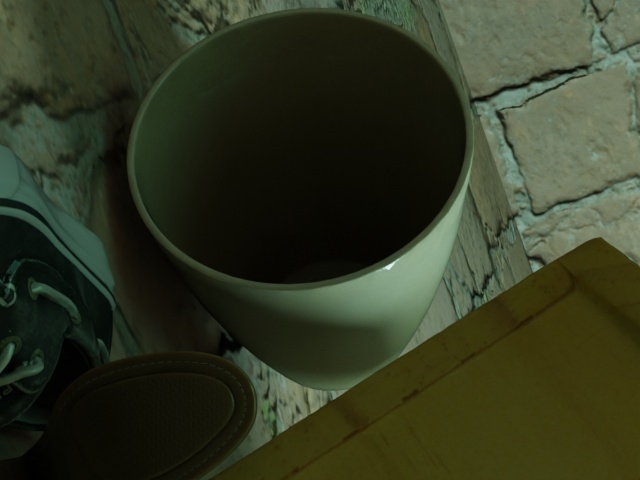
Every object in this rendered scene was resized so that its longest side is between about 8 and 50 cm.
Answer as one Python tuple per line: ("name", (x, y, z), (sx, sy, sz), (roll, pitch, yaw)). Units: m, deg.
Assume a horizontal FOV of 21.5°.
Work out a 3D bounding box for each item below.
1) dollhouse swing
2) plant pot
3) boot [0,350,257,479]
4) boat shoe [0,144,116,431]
("dollhouse swing", (0.094, 0.228, 0.858), (0.305, 0.347, 0.315), (51, -14, 31))
("plant pot", (0.000, 0.000, 1.345), (0.274, 0.256, 0.256), (78, 4, -57))
("boot", (-0.093, 0.110, 0.908), (0.152, 0.197, 0.073), (5, 62, -65))
("boat shoe", (-0.171, 0.036, 0.856), (0.335, 0.121, 0.119), (31, 39, -71))
